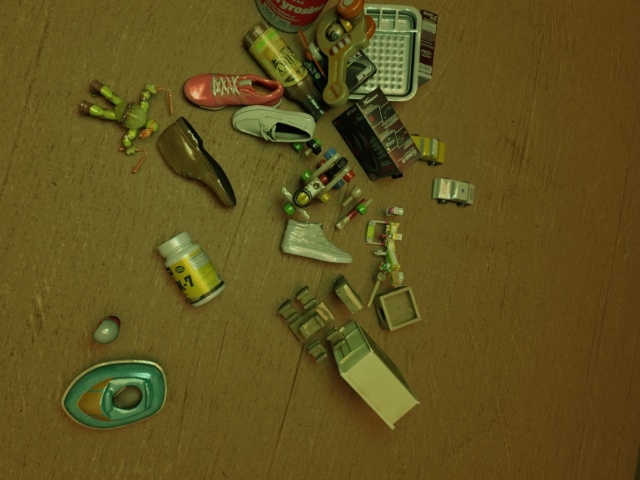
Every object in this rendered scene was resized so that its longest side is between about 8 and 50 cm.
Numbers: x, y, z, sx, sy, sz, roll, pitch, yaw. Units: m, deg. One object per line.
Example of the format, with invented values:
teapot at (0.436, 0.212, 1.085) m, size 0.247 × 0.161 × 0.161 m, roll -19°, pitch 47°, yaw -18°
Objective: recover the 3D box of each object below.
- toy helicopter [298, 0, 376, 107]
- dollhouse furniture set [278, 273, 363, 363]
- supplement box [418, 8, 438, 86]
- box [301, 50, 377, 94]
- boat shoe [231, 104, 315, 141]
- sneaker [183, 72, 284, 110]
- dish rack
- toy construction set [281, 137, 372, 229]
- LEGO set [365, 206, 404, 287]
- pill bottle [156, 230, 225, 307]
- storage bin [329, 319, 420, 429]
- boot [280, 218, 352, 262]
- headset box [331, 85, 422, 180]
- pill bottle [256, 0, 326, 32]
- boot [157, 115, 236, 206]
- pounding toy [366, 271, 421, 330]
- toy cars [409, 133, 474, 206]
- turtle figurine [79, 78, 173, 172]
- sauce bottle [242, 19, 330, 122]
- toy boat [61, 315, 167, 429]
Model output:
toy helicopter at (0.040, -0.583, 1.273) m, size 0.140 × 0.234 × 0.356 m, roll 27°, pitch 64°, yaw -60°
dollhouse furniture set at (0.014, 0.239, 1.360) m, size 0.242 × 0.161 × 0.212 m, roll -37°, pitch 94°, yaw 3°
supplement box at (0.355, -0.693, 1.480) m, size 0.073 × 0.130 × 0.240 m, roll 8°, pitch 86°, yaw -20°
box at (0.062, -0.583, 1.367) m, size 0.190 × 0.045 × 0.184 m, roll -38°, pitch 85°, yaw 2°
boat shoe at (-0.151, -0.355, 1.270) m, size 0.267 × 0.096 × 0.088 m, roll 7°, pitch 49°, yaw -4°
sneaker at (-0.261, -0.476, 1.246) m, size 0.313 × 0.136 × 0.116 m, roll -4°, pitch 90°, yaw -20°
dish rack at (0.201, -0.648, 1.418) m, size 0.284 × 0.072 × 0.334 m, roll 4°, pitch 88°, yaw 1°
toy construction set at (0.000, -0.143, 1.314) m, size 0.237 × 0.257 × 0.309 m, roll -45°, pitch 121°, yaw -4°
LEGO set at (0.225, 0.023, 1.432) m, size 0.106 × 0.132 × 0.288 m, roll 6°, pitch 79°, yaw -13°
pill bottle at (-0.388, 0.084, 1.206) m, size 0.119 × 0.119 × 0.209 m, roll -34°, pitch 101°, yaw -17°
storage bin at (0.170, 0.428, 1.345) m, size 0.123 × 0.260 × 0.262 m, roll -41°, pitch 103°, yaw 2°
boot at (0.000, 0.000, 1.362) m, size 0.257 × 0.095 × 0.124 m, roll 12°, pitch 91°, yaw -20°
headset box at (0.194, -0.338, 1.372) m, size 0.110 × 0.218 × 0.293 m, roll -39°, pitch 103°, yaw -14°
pill bottle at (-0.046, -0.816, 1.182) m, size 0.228 × 0.407 × 0.230 m, roll 0°, pitch 90°, yaw -20°
boot at (-0.373, -0.216, 1.236) m, size 0.115 × 0.112 × 0.306 m, roll -34°, pitch 98°, yaw 3°
pounding toy at (0.237, 0.215, 1.459) m, size 0.180 × 0.094 × 0.206 m, roll -17°, pitch 86°, yaw -15°
toy cars at (0.471, -0.268, 1.545) m, size 0.176 × 0.087 × 0.394 m, roll -45°, pitch 104°, yaw -15°
turtle figurine at (-0.563, -0.349, 1.155) m, size 0.217 × 0.087 × 0.270 m, roll 22°, pitch 93°, yaw -13°
sauce bottle at (-0.101, -0.545, 1.320) m, size 0.344 × 0.111 × 0.111 m, roll 46°, pitch 75°, yaw -15°
toy boat at (-0.577, 0.368, 1.118) m, size 0.267 × 0.148 × 0.319 m, roll -7°, pitch 93°, yaw -20°
